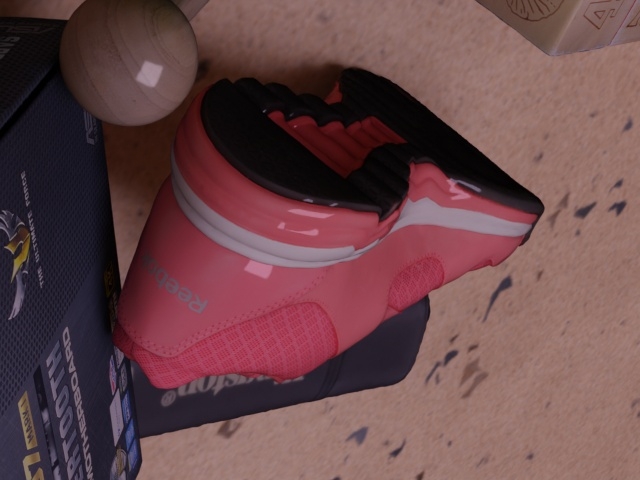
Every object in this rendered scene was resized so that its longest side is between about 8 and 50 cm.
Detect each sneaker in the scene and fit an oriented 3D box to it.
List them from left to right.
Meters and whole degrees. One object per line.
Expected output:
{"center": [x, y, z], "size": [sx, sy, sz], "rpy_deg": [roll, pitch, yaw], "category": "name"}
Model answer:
{"center": [-0.001, 0.000, 0.779], "size": [0.136, 0.116, 0.314], "rpy_deg": [-55, 159, 19], "category": "sneaker"}

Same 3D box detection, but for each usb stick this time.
{"center": [-0.047, 0.063, 0.864], "size": [0.278, 0.045, 0.077], "rpy_deg": [-6, 128, -43], "category": "usb stick"}

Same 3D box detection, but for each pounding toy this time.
{"center": [-0.050, -0.176, 0.581], "size": [0.237, 0.110, 0.183], "rpy_deg": [-60, -174, 44], "category": "pounding toy"}

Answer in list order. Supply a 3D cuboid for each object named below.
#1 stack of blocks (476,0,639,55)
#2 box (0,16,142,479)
{"center": [0.130, -0.173, 0.682], "size": [0.297, 0.171, 0.087], "rpy_deg": [-17, 141, -50], "category": "stack of blocks"}
{"center": [-0.131, 0.053, 0.633], "size": [0.183, 0.059, 0.232], "rpy_deg": [-66, 157, -57], "category": "box"}
